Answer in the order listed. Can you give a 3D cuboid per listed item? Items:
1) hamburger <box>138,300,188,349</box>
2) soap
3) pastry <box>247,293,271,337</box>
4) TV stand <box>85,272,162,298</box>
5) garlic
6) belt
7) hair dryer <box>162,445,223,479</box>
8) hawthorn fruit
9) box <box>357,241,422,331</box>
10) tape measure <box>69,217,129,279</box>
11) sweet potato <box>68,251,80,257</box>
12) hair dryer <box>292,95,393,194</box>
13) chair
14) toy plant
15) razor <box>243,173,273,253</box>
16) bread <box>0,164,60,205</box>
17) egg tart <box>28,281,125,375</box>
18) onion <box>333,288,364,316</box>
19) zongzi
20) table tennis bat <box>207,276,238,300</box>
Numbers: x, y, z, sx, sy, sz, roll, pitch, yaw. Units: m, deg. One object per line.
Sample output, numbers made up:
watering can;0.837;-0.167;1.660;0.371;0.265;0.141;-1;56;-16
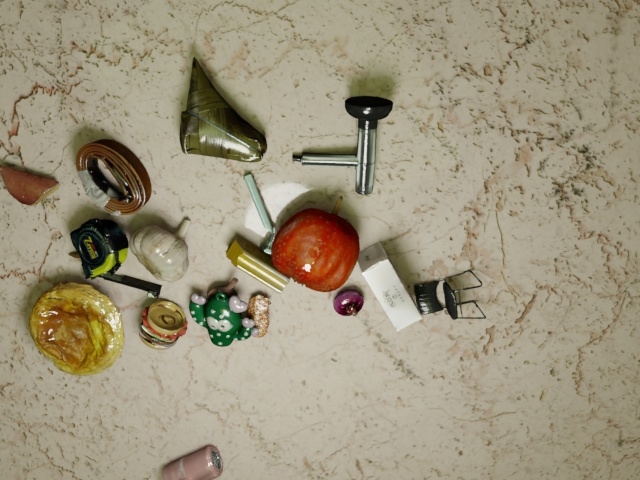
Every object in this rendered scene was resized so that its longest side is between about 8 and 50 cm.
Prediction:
hamburger;-0.566;0.313;1.894;0.175;0.175;0.137;25;116;-10
soap;-0.216;0.081;1.846;0.232;0.140;0.073;33;100;-12
pastry;-0.226;0.270;1.949;0.087;0.063;0.170;6;103;-2
TV stand;-0.700;0.151;1.894;0.256;0.049;0.040;17;107;-8
garlic;-0.515;0.017;1.814;0.218;0.218;0.212;49;61;-15
belt;-0.682;-0.207;1.753;0.184;0.105;0.261;-29;107;8
hair dryer;-0.493;0.943;1.992;0.210;0.352;0.125;-25;108;4
hawthorn fruit;0.000;0.000;1.783;0.287;0.287;0.330;27;91;-10
box;0.238;0.159;1.863;0.111;0.194;0.260;-32;105;7
tape measure;-0.731;0.022;1.789;0.186;0.112;0.199;-19;98;31
sweet potato;-0.828;0.046;1.868;0.115;0.026;0.026;-11;108;-1
hair dryer;0.068;-0.314;1.735;0.284;0.156;0.320;4;116;-15
chair;0.463;0.212;1.918;0.221;0.145;0.140;-11;107;2
toy plant;-0.348;0.276;1.899;0.232;0.113;0.243;-10;121;21
razor;-0.206;-0.093;1.829;0.056;0.111;0.278;-15;99;-10
bread;-0.974;-0.171;1.769;0.192;0.067;0.119;16;106;-7
egg tart;-0.844;0.304;1.884;0.351;0.150;0.352;0;103;2
onion;0.104;0.232;1.929;0.115;0.104;0.115;-16;142;-13
zongzi;-0.300;-0.410;1.694;0.286;0.138;0.300;7;105;-7
table tennis bat;-0.341;0.145;1.930;0.107;0.119;0.170;20;135;-26
